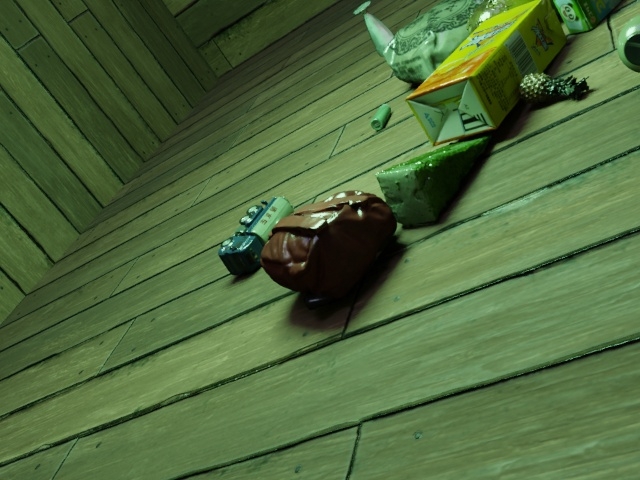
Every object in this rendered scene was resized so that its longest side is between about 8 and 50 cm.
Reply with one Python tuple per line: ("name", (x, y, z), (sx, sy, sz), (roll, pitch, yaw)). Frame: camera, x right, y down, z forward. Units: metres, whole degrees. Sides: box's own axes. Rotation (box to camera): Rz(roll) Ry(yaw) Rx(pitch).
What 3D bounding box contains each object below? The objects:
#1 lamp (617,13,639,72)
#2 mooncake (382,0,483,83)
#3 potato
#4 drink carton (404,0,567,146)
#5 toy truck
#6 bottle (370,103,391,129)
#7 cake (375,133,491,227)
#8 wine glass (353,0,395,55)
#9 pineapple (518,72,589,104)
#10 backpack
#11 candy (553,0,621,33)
("lamp", (0.523, -0.317, 1.215), (0.091, 0.091, 0.163), (-13, 17, 47))
("mooncake", (0.285, -0.471, 1.836), (0.250, 0.136, 0.254), (-39, 21, -16))
("potato", (0.427, -0.496, 1.675), (0.251, 0.113, 0.149), (-32, 16, -5))
("drink carton", (0.315, -0.320, 1.463), (0.154, 0.111, 0.351), (-11, 28, 46))
("toy truck", (-0.121, -0.014, 1.602), (0.088, 0.074, 0.202), (-7, 34, 38))
("bottle", (0.141, -0.286, 1.814), (0.030, 0.030, 0.083), (-22, 24, 34))
("cake", (0.193, -0.134, 1.312), (0.100, 0.099, 0.235), (-7, 34, 49))
("wine glass", (0.165, -0.630, 2.339), (0.073, 0.155, 0.073), (-32, 24, 17))
("pineapple", (0.399, -0.255, 1.328), (0.058, 0.058, 0.124), (-45, 36, -22))
("backpack", (0.001, 0.002, 1.262), (0.229, 0.139, 0.229), (-29, 23, 14))
("candy", (0.547, -0.502, 1.536), (0.194, 0.097, 0.062), (-43, 23, -17))
